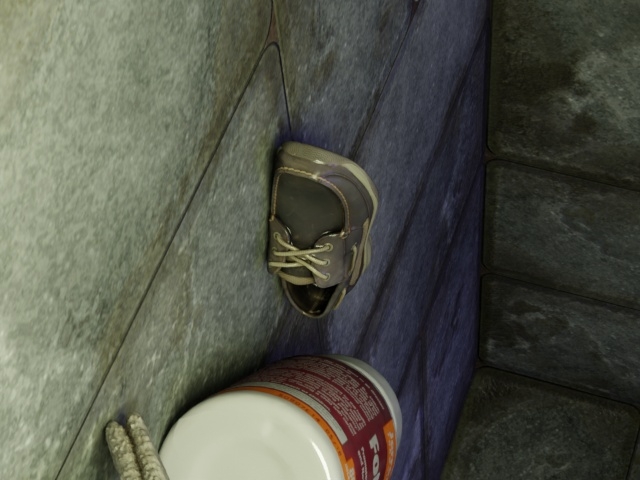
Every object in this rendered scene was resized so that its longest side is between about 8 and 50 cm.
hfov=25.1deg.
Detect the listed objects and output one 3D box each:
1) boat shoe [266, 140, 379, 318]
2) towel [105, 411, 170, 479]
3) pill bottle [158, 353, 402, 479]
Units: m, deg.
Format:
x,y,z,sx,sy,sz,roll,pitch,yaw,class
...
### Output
x,y,z,sx,sy,sz,roll,pitch,yaw,class
0.000,0.000,1.829,0.355,0.132,0.130,73,34,-62,boat shoe
-0.140,0.298,1.369,0.282,0.049,0.187,-131,-162,-64,towel
-0.032,0.262,1.766,0.392,0.224,0.224,-18,121,-73,pill bottle
